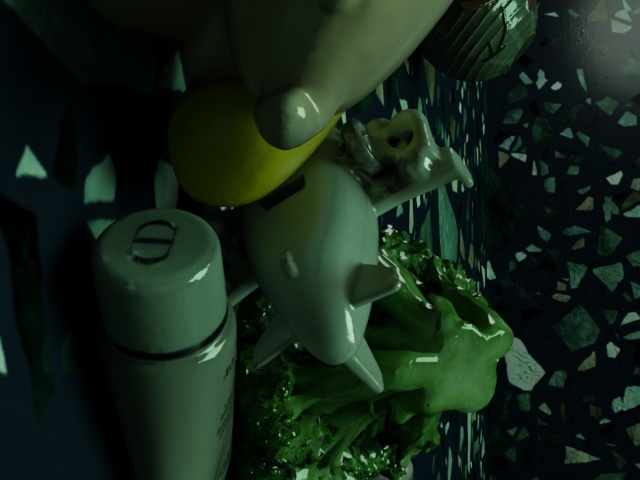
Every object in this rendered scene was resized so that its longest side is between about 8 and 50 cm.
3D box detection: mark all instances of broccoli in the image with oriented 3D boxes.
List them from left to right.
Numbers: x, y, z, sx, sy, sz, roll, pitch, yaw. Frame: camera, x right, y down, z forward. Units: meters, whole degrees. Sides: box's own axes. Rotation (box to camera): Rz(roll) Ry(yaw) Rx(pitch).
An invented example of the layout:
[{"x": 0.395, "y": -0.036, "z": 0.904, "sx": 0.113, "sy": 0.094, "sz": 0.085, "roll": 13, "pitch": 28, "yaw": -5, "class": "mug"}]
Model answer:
[{"x": 0.042, "y": 0.107, "z": 0.896, "sx": 0.294, "sy": 0.245, "sz": 0.265, "roll": -34, "pitch": 108, "yaw": -26, "class": "broccoli"}]

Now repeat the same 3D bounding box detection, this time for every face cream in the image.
[{"x": -0.101, "y": 0.120, "z": 0.718, "sx": 0.143, "sy": 0.089, "sz": 0.314, "roll": -74, "pitch": 169, "yaw": -49, "class": "face cream"}]

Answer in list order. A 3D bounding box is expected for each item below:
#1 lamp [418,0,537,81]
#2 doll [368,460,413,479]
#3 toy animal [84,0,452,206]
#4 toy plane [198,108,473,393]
[{"x": 0.265, "y": -0.398, "z": 1.800, "sx": 0.265, "sy": 0.233, "sz": 0.233, "roll": -48, "pitch": 137, "yaw": -53, "class": "lamp"}, {"x": 0.073, "y": 0.172, "z": 1.300, "sx": 0.160, "sy": 0.094, "sz": 0.365, "roll": 9, "pitch": 79, "yaw": -67, "class": "doll"}, {"x": -0.058, "y": -0.179, "z": 0.654, "sx": 0.277, "sy": 0.247, "sz": 0.345, "roll": -50, "pitch": -173, "yaw": 11, "class": "toy animal"}, {"x": 0.000, "y": 0.000, "z": 0.768, "sx": 0.117, "sy": 0.244, "sz": 0.245, "roll": 46, "pitch": 40, "yaw": -33, "class": "toy plane"}]
